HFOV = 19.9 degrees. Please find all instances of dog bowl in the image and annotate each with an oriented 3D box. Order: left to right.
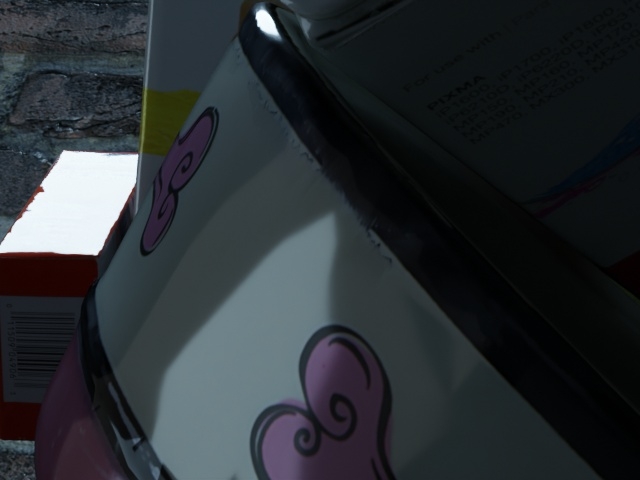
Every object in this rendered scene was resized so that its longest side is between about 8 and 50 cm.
[{"bbox_3d":[0.082,0.114,0.588,0.150,0.408,0.408,-46,-3,7],"label":"dog bowl"}]

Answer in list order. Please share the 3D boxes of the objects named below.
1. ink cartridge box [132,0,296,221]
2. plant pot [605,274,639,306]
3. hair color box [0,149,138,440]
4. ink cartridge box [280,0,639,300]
[{"bbox_3d":[0.000,0.000,0.969,0.279,0.160,0.384,55,-141,-80],"label":"ink cartridge box"},{"bbox_3d":[0.207,0.003,0.949,0.276,0.254,0.276,2,-90,-83],"label":"plant pot"},{"bbox_3d":[-0.116,0.022,0.891,0.167,0.053,0.093,-83,-6,-70],"label":"hair color box"},{"bbox_3d":[0.076,-0.129,0.651,0.306,0.131,0.226,32,-149,-60],"label":"ink cartridge box"}]
